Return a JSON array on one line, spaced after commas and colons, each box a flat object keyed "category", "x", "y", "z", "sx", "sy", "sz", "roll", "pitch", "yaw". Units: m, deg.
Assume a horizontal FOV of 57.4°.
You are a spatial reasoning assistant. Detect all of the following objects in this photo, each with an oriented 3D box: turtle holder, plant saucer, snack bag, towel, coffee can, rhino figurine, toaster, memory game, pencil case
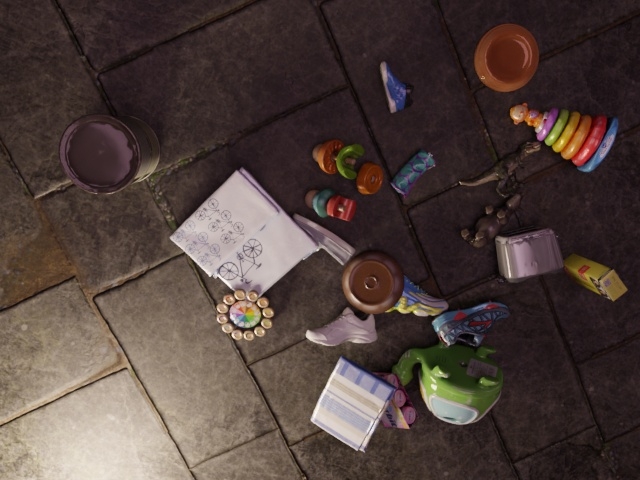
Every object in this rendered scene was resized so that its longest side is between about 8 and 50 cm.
[{"category": "turtle holder", "x": 0.404, "y": 0.455, "z": 1.846, "sx": 0.320, "sy": 0.243, "sz": 0.227, "roll": 2, "pitch": 119, "yaw": -10}, {"category": "plant saucer", "x": 0.161, "y": 0.131, "z": 1.821, "sx": 0.199, "sy": 0.036, "sz": 0.198, "roll": -1, "pitch": 87, "yaw": 16}, {"category": "snack bag", "x": -0.230, "y": 0.005, "z": 1.767, "sx": 0.323, "sy": 0.037, "sz": 0.342, "roll": -41, "pitch": 102, "yaw": 16}, {"category": "towel", "x": 0.103, "y": 0.526, "z": 1.875, "sx": 0.209, "sy": 0.034, "sz": 0.285, "roll": 28, "pitch": 114, "yaw": 13}, {"category": "coffee can", "x": -0.564, "y": -0.242, "z": 1.599, "sx": 0.202, "sy": 0.275, "sz": 0.201, "roll": -1, "pitch": 101, "yaw": -4}, {"category": "rhino figurine", "x": 0.551, "y": -0.070, "z": 1.826, "sx": 0.243, "sy": 0.106, "sz": 0.073, "roll": -42, "pitch": 61, "yaw": 3}, {"category": "toaster", "x": 0.645, "y": 0.040, "z": 1.840, "sx": 0.227, "sy": 0.129, "sz": 0.146, "roll": -13, "pitch": 98, "yaw": 0}, {"category": "memory game", "x": -0.236, "y": 0.235, "z": 1.838, "sx": 0.186, "sy": 0.012, "sz": 0.186, "roll": 0, "pitch": 113, "yaw": 1}, {"category": "plant saucer", "x": 0.564, "y": -0.550, "z": 1.757, "sx": 0.200, "sy": 0.037, "sz": 0.200, "roll": -1, "pitch": 102, "yaw": -5}, {"category": "pencil case", "x": 0.285, "y": -0.208, "z": 1.787, "sx": 0.070, "sy": 0.064, "sz": 0.151, "roll": 44, "pitch": 96, "yaw": 14}]

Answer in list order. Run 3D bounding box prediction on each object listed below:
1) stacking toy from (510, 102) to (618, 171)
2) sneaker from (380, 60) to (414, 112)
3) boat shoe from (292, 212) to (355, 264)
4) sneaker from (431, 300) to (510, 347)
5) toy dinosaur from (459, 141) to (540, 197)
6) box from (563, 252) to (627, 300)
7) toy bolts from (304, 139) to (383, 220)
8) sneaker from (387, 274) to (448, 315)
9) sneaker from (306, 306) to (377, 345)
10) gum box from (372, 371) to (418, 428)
[{"category": "stacking toy", "x": 0.720, "y": -0.342, "z": 1.773, "sx": 0.302, "sy": 0.166, "sz": 0.175, "roll": 25, "pitch": 102, "yaw": 5}, {"category": "sneaker", "x": 0.231, "y": -0.463, "z": 1.733, "sx": 0.085, "sy": 0.058, "sz": 0.152, "roll": -16, "pitch": 107, "yaw": 4}, {"category": "boat shoe", "x": 0.000, "y": 0.000, "z": 1.797, "sx": 0.227, "sy": 0.079, "sz": 0.081, "roll": 33, "pitch": 93, "yaw": -14}, {"category": "sneaker", "x": 0.489, "y": 0.277, "z": 1.853, "sx": 0.262, "sy": 0.104, "sz": 0.125, "roll": -12, "pitch": 62, "yaw": -10}, {"category": "toy dinosaur", "x": 0.575, "y": -0.202, "z": 1.818, "sx": 0.268, "sy": 0.064, "sz": 0.118, "roll": -31, "pitch": 88, "yaw": 2}, {"category": "box", "x": 0.844, "y": 0.109, "z": 1.815, "sx": 0.058, "sy": 0.232, "sz": 0.087, "roll": -39, "pitch": 103, "yaw": 3}, {"category": "toy bolts", "x": 0.054, "y": -0.173, "z": 1.766, "sx": 0.218, "sy": 0.158, "sz": 0.228, "roll": 22, "pitch": 89, "yaw": -49}, {"category": "sneaker", "x": 0.291, "y": 0.168, "z": 1.851, "sx": 0.240, "sy": 0.091, "sz": 0.126, "roll": 2, "pitch": 101, "yaw": -4}, {"category": "sneaker", "x": 0.066, "y": 0.270, "z": 1.863, "sx": 0.232, "sy": 0.090, "sz": 0.115, "roll": -3, "pitch": 95, "yaw": -14}, {"category": "gum box", "x": 0.226, "y": 0.515, "z": 1.901, "sx": 0.062, "sy": 0.107, "sz": 0.188, "roll": -38, "pitch": 106, "yaw": -40}]
